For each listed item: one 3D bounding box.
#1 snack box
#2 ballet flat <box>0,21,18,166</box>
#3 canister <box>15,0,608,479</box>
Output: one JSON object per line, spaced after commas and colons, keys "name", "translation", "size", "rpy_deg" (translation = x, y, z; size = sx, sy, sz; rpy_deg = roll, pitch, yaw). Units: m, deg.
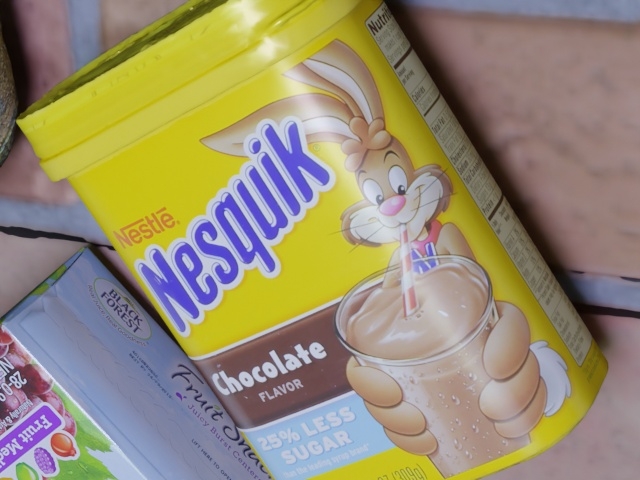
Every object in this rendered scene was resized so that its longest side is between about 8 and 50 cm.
{"name": "snack box", "translation": [-0.105, 0.129, 0.712], "size": [0.207, 0.070, 0.174], "rpy_deg": [-37, 98, 35]}
{"name": "ballet flat", "translation": [-0.176, -0.156, 0.573], "size": [0.123, 0.123, 0.349], "rpy_deg": [1, 115, 23]}
{"name": "canister", "translation": [0.000, 0.000, 0.600], "size": [0.126, 0.073, 0.170], "rpy_deg": [-26, 104, 32]}
